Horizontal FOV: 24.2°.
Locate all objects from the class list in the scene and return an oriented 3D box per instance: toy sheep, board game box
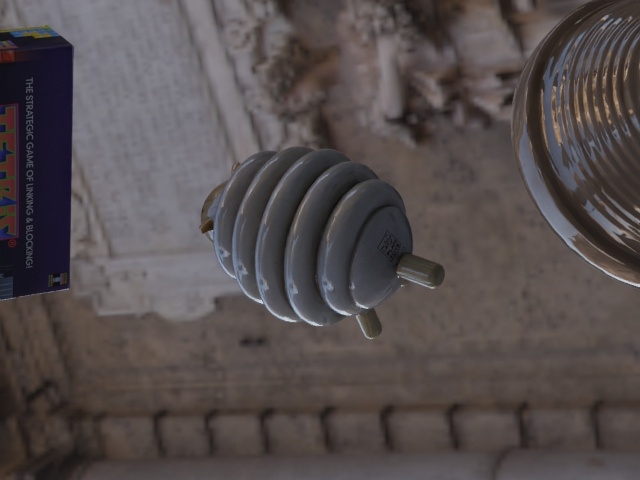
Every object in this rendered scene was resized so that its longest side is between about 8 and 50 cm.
[{"bbox_3d":[0.000,0.000,0.691,0.091,0.132,0.091,-34,-50,-53],"label":"toy sheep"},{"bbox_3d":[-0.227,-0.042,0.929,0.141,0.048,0.170,-10,-62,-29],"label":"board game box"}]

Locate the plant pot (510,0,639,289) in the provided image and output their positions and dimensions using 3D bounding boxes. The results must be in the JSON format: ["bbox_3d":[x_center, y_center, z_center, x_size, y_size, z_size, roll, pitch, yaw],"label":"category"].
[{"bbox_3d":[0.265,-0.088,1.060,0.237,0.110,0.237,5,-111,-13],"label":"plant pot"}]
